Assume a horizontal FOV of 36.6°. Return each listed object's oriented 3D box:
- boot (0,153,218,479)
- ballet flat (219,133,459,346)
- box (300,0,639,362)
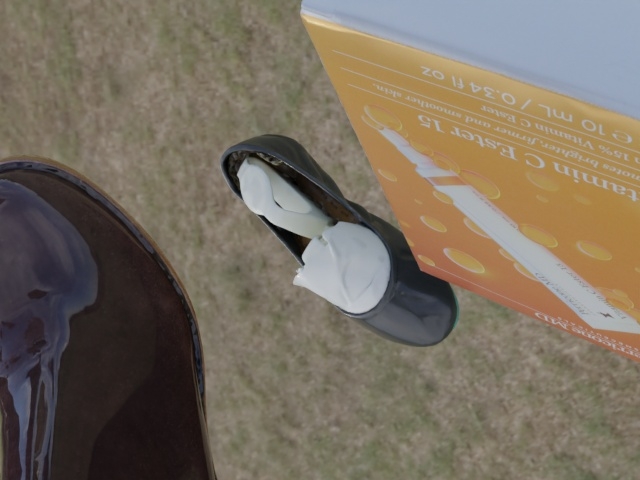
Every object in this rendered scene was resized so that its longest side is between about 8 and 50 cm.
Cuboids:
[{"bbox_3d":[-0.090,0.092,0.374,0.207,0.090,0.248,-93,-19,-78],"label":"boot"},{"bbox_3d":[0.000,0.000,0.868,0.280,0.096,0.095,42,114,32],"label":"ballet flat"},{"bbox_3d":[0.159,-0.077,0.608,0.215,0.345,0.168,23,75,25],"label":"box"}]
